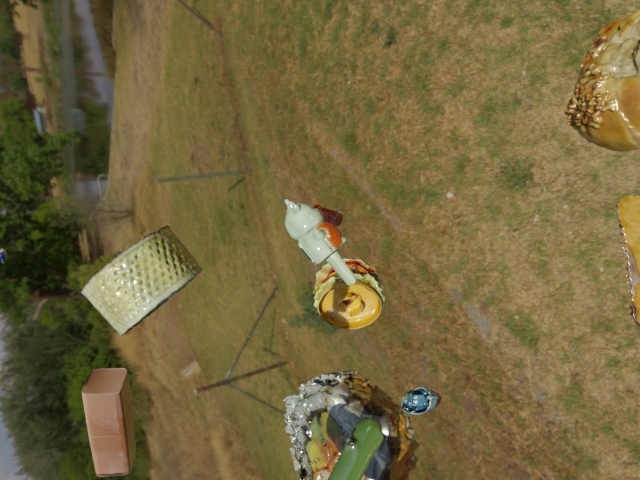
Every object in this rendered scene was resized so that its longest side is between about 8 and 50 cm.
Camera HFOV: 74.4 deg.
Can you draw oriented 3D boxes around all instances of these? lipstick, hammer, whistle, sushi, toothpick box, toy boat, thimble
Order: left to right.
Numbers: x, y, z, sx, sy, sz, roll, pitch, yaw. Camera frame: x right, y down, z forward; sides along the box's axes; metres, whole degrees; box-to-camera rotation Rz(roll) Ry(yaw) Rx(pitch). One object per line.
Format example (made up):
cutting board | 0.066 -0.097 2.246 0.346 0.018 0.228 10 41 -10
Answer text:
lipstick | -0.264 0.231 0.533 0.045 0.045 0.146 -107 22 -63
thimble | -0.446 0.101 1.075 0.150 0.271 0.270 51 148 -5
whistle | -0.001 0.001 0.984 0.105 0.101 0.253 -40 86 21
toothpick box | 0.017 -0.070 1.177 0.083 0.047 0.047 21 118 29
hammer | 0.012 0.440 0.676 0.206 0.336 0.119 23 151 24
sushi | 0.062 0.567 1.182 0.417 0.175 0.419 -4 84 42
toy boat | 0.234 0.384 1.011 0.137 0.060 0.060 134 143 -57

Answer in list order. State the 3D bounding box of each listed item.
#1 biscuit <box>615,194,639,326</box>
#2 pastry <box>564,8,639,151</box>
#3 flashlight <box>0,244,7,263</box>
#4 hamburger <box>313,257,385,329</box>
biscuit | 0.626 0.036 0.722 0.013 0.236 0.232 116 156 -76
pastry | 0.564 -0.277 0.689 0.310 0.161 0.255 7 83 57
flashlight | -0.946 0.011 1.228 0.057 0.035 0.121 -6 108 53
hamburger | 0.109 0.192 1.646 0.212 0.274 0.275 -91 12 -56
